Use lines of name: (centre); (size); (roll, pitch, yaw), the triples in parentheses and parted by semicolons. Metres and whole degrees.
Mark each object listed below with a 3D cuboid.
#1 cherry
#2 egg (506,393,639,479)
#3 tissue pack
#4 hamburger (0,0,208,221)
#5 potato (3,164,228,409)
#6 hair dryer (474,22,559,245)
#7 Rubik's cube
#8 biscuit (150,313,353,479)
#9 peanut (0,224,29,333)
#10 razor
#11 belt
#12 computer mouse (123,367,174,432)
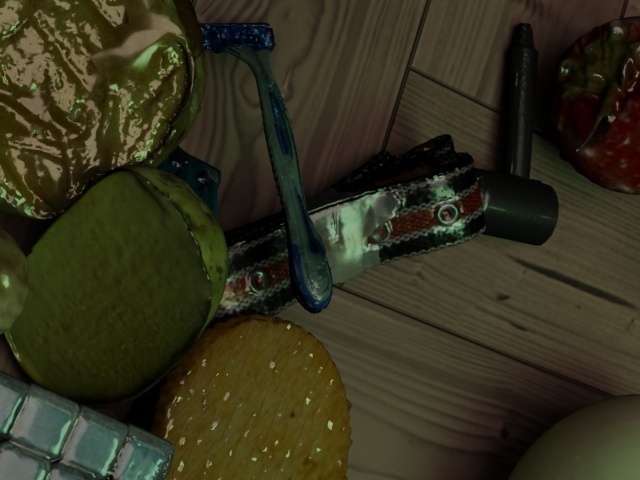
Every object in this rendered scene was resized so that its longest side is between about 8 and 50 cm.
cherry: (0.362, -0.138, 1.550); (0.250, 0.175, 0.192); (21, 72, -27)
egg: (0.309, 0.320, 1.453); (0.283, 0.283, 0.345); (32, 58, -24)
tissue pack: (-0.127, -0.050, 1.321); (0.085, 0.028, 0.138); (32, 32, -24)
hamburger: (-0.239, -0.166, 1.254); (0.285, 0.134, 0.265); (-34, 107, -18)
potato: (-0.164, 0.037, 1.237); (0.160, 0.271, 0.111); (46, 36, 2)
hair dryer: (0.204, -0.124, 1.531); (0.114, 0.070, 0.248); (10, 80, -28)
Rubik's cube: (-0.297, 0.225, 1.150); (0.237, 0.238, 0.237); (27, 76, -23)
biscuit: (-0.063, 0.190, 1.290); (0.254, 0.035, 0.254); (-1, 91, -46)
peanut: (-0.388, 0.001, 1.166); (0.298, 0.136, 0.120); (19, 85, -21)
razor: (-0.042, -0.083, 1.318); (0.093, 0.056, 0.324); (-4, 61, -27)
belt: (0.000, 0.000, 1.382); (0.359, 0.126, 0.094); (-25, 113, -22)
computer mouse: (-0.132, 0.221, 1.319); (0.137, 0.096, 0.233); (41, 70, -22)
